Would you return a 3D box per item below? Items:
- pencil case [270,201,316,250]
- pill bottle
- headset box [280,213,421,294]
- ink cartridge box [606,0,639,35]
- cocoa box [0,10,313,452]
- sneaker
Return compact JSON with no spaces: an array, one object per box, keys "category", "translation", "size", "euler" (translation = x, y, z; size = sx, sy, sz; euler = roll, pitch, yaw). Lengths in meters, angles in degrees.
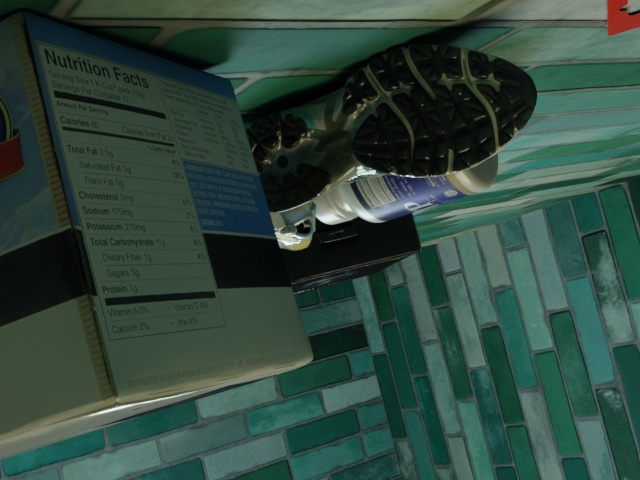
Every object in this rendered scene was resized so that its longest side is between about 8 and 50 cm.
[{"category":"pencil case","translation":[-0.142,-0.021,0.949],"size":[0.273,0.124,0.113],"euler":[-10,139,-17]},{"category":"pill bottle","translation":[0.076,-0.080,0.978],"size":[0.187,0.112,0.112],"euler":[-17,174,34]},{"category":"headset box","translation":[0.000,0.000,1.495],"size":[0.246,0.131,0.283],"euler":[-13,174,-13]},{"category":"ink cartridge box","translation":[0.354,-0.201,0.778],"size":[0.225,0.056,0.181],"euler":[-17,173,16]},{"category":"cocoa box","translation":[-0.227,0.032,0.661],"size":[0.347,0.227,0.231],"euler":[-20,170,24]},{"category":"sneaker","translation":[0.060,-0.109,0.841],"size":[0.283,0.110,0.122],"euler":[-11,-169,33]}]
